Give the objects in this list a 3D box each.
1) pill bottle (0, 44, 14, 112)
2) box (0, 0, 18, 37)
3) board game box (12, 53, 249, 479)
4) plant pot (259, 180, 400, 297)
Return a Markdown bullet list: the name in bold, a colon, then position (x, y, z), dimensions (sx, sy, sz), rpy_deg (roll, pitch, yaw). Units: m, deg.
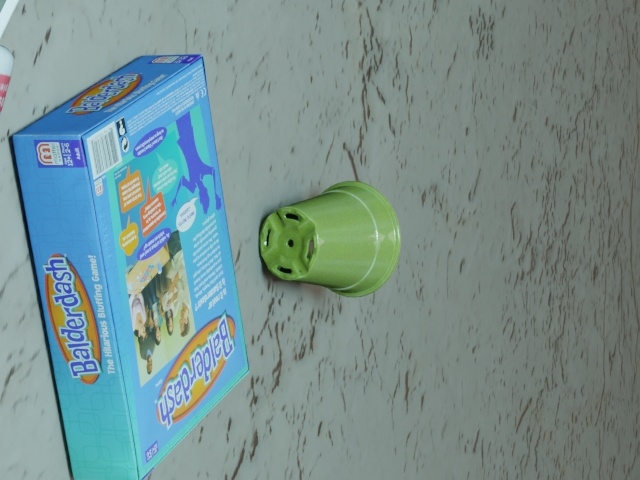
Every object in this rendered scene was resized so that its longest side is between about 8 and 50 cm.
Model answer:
- **pill bottle**: position (-0.197, -0.019, 0.873), dimensions (0.087, 0.087, 0.160), rpy_deg (9, 97, -67)
- **box**: position (-0.211, -0.086, 0.729), dimensions (0.169, 0.087, 0.290), rpy_deg (39, 56, -28)
- **board game box**: position (-0.106, 0.013, 1.159), dimensions (0.160, 0.047, 0.210), rpy_deg (-43, 130, -60)
- **plant pot**: position (0.000, 0.000, 1.382), dimensions (0.079, 0.083, 0.083), rpy_deg (-2, 93, -54)
